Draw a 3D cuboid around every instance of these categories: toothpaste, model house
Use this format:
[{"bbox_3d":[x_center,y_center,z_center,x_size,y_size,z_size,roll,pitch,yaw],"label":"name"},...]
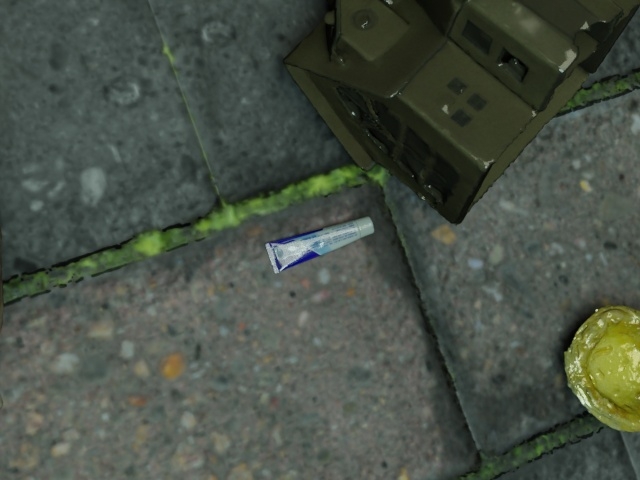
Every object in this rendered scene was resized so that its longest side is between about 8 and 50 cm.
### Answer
[{"bbox_3d":[0.000,0.000,0.828,0.083,0.015,0.024,-20,90,-14],"label":"toothpaste"},{"bbox_3d":[0.080,-0.178,0.799,0.243,0.204,0.211,41,71,9],"label":"model house"}]

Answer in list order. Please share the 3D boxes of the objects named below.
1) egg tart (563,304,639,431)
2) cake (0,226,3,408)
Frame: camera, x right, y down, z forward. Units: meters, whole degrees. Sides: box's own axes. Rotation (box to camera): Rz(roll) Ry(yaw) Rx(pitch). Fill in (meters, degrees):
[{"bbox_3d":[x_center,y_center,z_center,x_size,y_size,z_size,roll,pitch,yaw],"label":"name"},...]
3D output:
[{"bbox_3d":[0.237,0.103,0.877,0.105,0.039,0.105,3,81,-18],"label":"egg tart"},{"bbox_3d":[-0.328,0.031,0.605,0.309,0.230,0.237,5,83,-19],"label":"cake"}]
